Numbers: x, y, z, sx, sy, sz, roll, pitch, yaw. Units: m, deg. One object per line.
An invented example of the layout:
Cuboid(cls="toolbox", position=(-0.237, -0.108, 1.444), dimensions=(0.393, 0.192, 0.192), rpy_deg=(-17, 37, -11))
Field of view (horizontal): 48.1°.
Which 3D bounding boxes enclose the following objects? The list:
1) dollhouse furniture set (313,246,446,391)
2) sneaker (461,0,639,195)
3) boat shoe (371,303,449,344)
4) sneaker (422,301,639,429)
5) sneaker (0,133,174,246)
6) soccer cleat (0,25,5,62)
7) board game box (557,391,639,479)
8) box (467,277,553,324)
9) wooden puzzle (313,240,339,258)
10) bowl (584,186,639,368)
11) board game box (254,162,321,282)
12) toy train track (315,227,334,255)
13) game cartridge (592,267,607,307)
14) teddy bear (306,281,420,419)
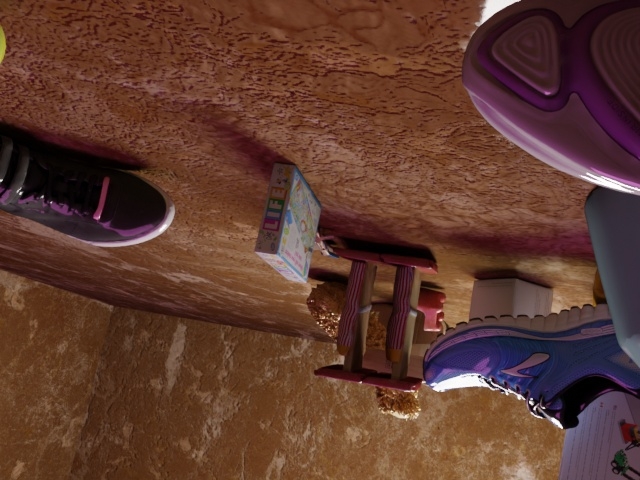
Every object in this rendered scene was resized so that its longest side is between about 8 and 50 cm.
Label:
Cuboid(cls="dollhouse furniture set", position=(0.120, 0.140, 1.226), dimensions=(0.152, 0.201, 0.374), rpy_deg=(8, 174, 15))
Cuboid(cls="sneaker", position=(0.220, -0.053, 0.424), dimensions=(0.305, 0.114, 0.152), rpy_deg=(13, 166, -7))
Cuboid(cls="boat shoe", position=(0.207, 0.193, 1.604), dimensions=(0.092, 0.103, 0.285), rpy_deg=(12, 173, -28))
Cuboid(cls="sneaker", position=(0.287, 0.182, 0.983), dimensions=(0.330, 0.147, 0.130), rpy_deg=(-16, 150, 36))
Cuboid(cls="sneaker", position=(-0.337, -0.065, 0.890), dimensions=(0.295, 0.105, 0.147), rpy_deg=(14, 173, 9))
Cuboid(cls="soccer cleat", position=(-0.371, -0.175, 0.538), dimensions=(0.289, 0.093, 0.121), rpy_deg=(7, -162, 0))
Cuboid(cls="board game box", position=(0.446, 0.274, 1.001), dimensions=(0.193, 0.305, 0.053), rpy_deg=(9, 169, 26))
Cuboid(cls="box", position=(0.305, 0.119, 1.160), dimensions=(0.087, 0.102, 0.101), rpy_deg=(16, 168, -28))
Cuboid(cls="wooden puzzle", position=(-0.012, 0.003, 1.131), dimensions=(0.078, 0.014, 0.116), rpy_deg=(12, 168, 17))
Cuboid(cls="bowl", position=(0.395, 0.056, 0.652), dimensions=(0.311, 0.163, 0.311), rpy_deg=(11, 169, 2))
Cuboid(cls="board game box", position=(-0.035, -0.016, 0.847), dimensions=(0.026, 0.103, 0.154), rpy_deg=(8, 167, 13))
Cuboid(cls="toy train track", position=(0.000, 0.000, 1.067), dimensions=(0.048, 0.014, 0.083), rpy_deg=(-8, 153, 11))
Cuboid(cls="game cartridge", position=(0.538, 0.119, 1.023), dimensions=(0.285, 0.053, 0.323), rpy_deg=(9, 164, 23))
Cuboid(cls="teddy bear", position=(0.111, 0.216, 1.480), dimensions=(0.113, 0.338, 0.245), rpy_deg=(-33, 175, 18))
